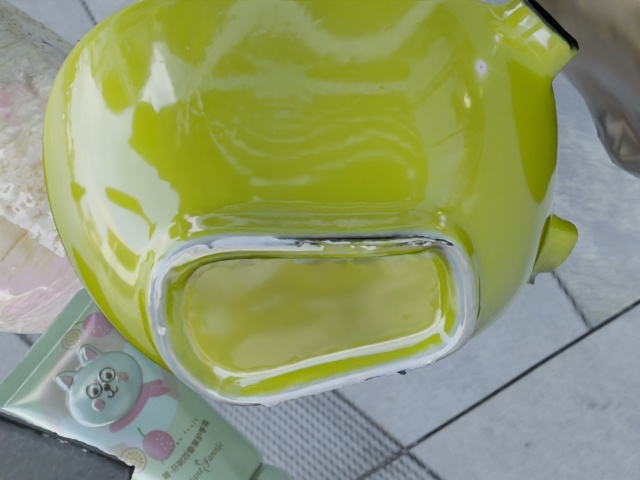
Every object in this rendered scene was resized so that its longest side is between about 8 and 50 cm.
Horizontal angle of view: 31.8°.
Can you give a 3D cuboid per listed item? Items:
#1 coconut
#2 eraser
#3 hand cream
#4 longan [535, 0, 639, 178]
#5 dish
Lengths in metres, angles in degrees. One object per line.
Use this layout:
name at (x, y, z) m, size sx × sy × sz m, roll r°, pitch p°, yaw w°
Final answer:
coconut at (-0.383, -0.066, 1.319) m, size 0.404 × 0.404 × 0.405 m, roll 2°, pitch 93°, yaw 29°
eraser at (-0.289, 0.190, 0.918) m, size 0.077 × 0.352 × 0.111 m, roll 12°, pitch 75°, yaw 49°
hand cream at (-0.163, 0.192, 1.126) m, size 0.305 × 0.093 × 0.147 m, roll 37°, pitch 72°, yaw 2°
longan at (0.289, -0.169, 0.674) m, size 0.360 × 0.361 × 0.361 m, roll 2°, pitch 93°, yaw 29°
dish at (0.000, 0.000, 0.522) m, size 0.262 × 0.108 × 0.221 m, roll -7°, pitch 133°, yaw 2°
